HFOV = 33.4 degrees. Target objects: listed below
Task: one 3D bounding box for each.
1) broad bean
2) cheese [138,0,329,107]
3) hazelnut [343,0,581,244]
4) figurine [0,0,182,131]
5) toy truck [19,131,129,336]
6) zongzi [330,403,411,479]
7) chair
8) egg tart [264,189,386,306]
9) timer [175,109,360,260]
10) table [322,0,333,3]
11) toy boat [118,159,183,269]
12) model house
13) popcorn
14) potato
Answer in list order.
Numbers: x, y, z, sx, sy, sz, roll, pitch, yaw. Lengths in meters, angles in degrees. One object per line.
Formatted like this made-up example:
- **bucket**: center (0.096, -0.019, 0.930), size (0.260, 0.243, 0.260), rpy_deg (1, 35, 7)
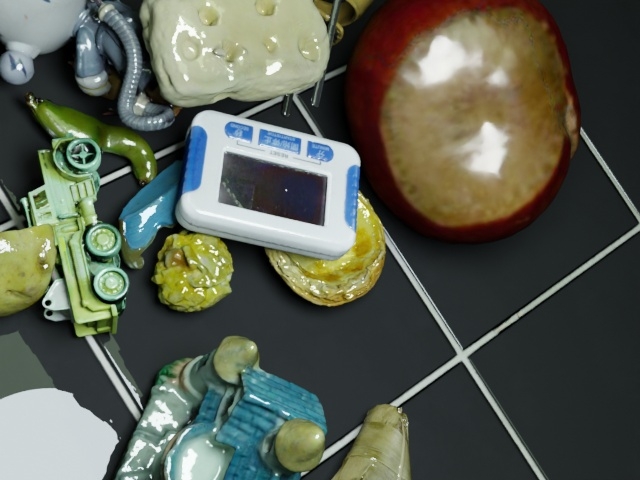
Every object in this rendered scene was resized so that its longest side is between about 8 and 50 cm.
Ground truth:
- **broad bean**: center (-0.325, -0.148, 1.517), size (0.213, 0.048, 0.070), rpy_deg (29, 59, -17)
- **cheese**: center (-0.110, -0.270, 1.454), size (0.263, 0.093, 0.159), rpy_deg (-12, 92, -31)
- **hazelnut**: center (0.219, -0.200, 1.627), size (0.359, 0.359, 0.409), rpy_deg (-34, 120, -33)
- **figurine**: center (-0.338, -0.316, 1.499), size (0.382, 0.186, 0.261), rpy_deg (35, 53, -10)
- **toy truck**: center (-0.336, -0.007, 1.414), size (0.135, 0.128, 0.259), rpy_deg (-7, 73, -14)
- **zongzi**: center (0.111, 0.338, 1.522), size (0.176, 0.078, 0.160), rpy_deg (43, 57, -17)
- **chair**: center (-0.025, -0.329, 1.635), size (0.172, 0.159, 0.247), rpy_deg (28, 80, -17)
- **egg tart**: center (-0.001, 0.001, 1.592), size (0.212, 0.090, 0.212), rpy_deg (11, 63, -24)
- **timer**: center (-0.073, -0.073, 1.504), size (0.253, 0.078, 0.178), rpy_deg (14, 62, -16)
- **table**: center (-0.047, -0.391, 1.757), size (0.133, 0.043, 0.133), rpy_deg (10, 66, -23)
- **toy boat**: center (-0.221, -0.039, 1.509), size (0.185, 0.075, 0.077), rpy_deg (-48, 126, -37)
- **model house**: center (-0.105, 0.250, 1.300), size (0.194, 0.325, 0.267), rpy_deg (30, 59, -15)
- **popcorn**: center (-0.174, 0.041, 1.478), size (0.120, 0.106, 0.116), rpy_deg (-37, 111, -29)
- **potato**: center (-0.407, 0.045, 1.316), size (0.081, 0.149, 0.120), rpy_deg (64, 21, 13)
